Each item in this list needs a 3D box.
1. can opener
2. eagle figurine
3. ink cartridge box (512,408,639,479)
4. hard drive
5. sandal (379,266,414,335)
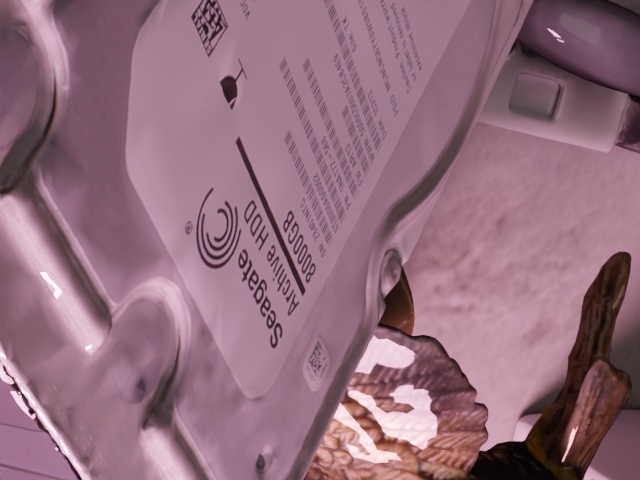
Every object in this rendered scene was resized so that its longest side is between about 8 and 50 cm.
[{"bbox_3d":[0.187,-0.072,0.833,0.280,0.093,0.074,10,101,-37],"label":"can opener"},{"bbox_3d":[-0.017,0.099,0.691,0.298,0.226,0.225,14,142,-22],"label":"eagle figurine"},{"bbox_3d":[0.209,0.246,0.822,0.131,0.306,0.226,4,105,-30],"label":"ink cartridge box"},{"bbox_3d":[-0.021,-0.071,0.515,0.339,0.064,0.237,-61,146,-33],"label":"hard drive"},{"bbox_3d":[0.000,0.000,0.766,0.072,0.049,0.180,-14,124,3],"label":"sandal"}]
